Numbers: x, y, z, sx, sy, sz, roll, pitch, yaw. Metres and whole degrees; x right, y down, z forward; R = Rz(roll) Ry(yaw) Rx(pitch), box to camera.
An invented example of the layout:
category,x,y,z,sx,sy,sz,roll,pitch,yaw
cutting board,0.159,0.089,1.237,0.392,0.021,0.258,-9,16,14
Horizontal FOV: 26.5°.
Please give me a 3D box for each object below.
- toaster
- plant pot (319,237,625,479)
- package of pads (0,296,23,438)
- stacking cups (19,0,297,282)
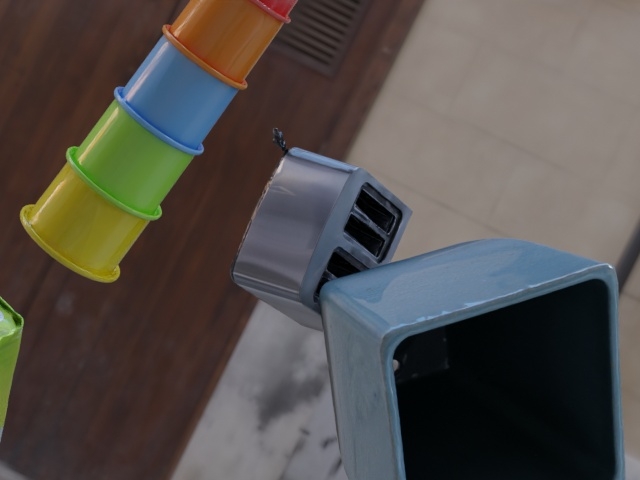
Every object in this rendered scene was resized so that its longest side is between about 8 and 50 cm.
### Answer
category,x,y,z,sx,sy,sz,roll,pitch,yaw
toaster,0.000,0.000,1.477,0.110,0.168,0.185,16,-13,37
plant pot,0.123,0.126,1.344,0.247,0.248,0.252,-16,23,-20
package of pads,-0.336,0.149,0.859,0.101,0.229,0.296,39,41,23
stacking cups,-0.103,-0.113,1.062,0.096,0.316,0.096,39,10,-8
